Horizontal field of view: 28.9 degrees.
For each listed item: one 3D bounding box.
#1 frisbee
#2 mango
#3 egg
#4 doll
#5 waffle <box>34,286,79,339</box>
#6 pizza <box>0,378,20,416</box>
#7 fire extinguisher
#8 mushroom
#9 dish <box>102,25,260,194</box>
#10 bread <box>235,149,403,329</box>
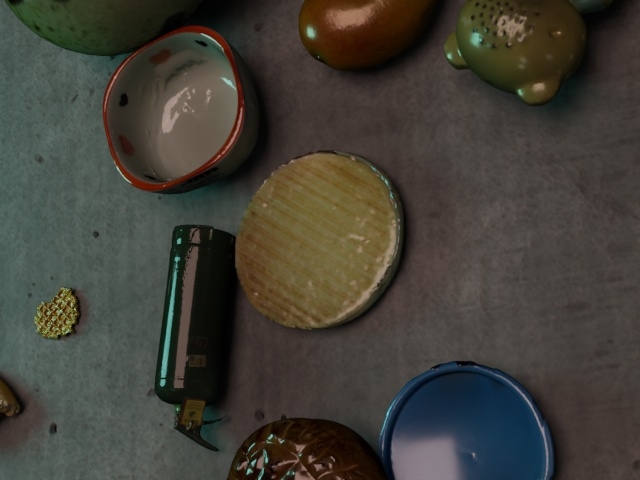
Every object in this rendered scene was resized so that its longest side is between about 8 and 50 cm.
[{"bbox_3d":[0.186,0.275,1.586,0.242,0.045,0.242,-5,81,31],"label":"frisbee"},{"bbox_3d":[0.074,-0.325,1.759,0.221,0.120,0.151,-21,67,13],"label":"mango"},{"bbox_3d":[-0.304,-0.465,1.847,0.428,0.345,0.345,-33,62,43],"label":"egg"},{"bbox_3d":[0.291,-0.309,1.621,0.177,0.161,0.260,34,91,28],"label":"doll"},{"bbox_3d":[-0.414,0.117,1.953,0.085,0.016,0.078,-24,67,21],"label":"waffle"},{"bbox_3d":[-0.591,0.255,1.985,0.271,0.056,0.134,-6,72,24],"label":"pizza"},{"bbox_3d":[-0.176,0.140,1.783,0.114,0.095,0.311,10,77,-13],"label":"fire extinguisher"},{"bbox_3d":[-0.024,0.348,1.616,0.253,0.153,0.253,-7,79,37],"label":"mushroom"},{"bbox_3d":[-0.193,-0.183,1.858,0.256,0.117,0.256,-6,77,26],"label":"dish"},{"bbox_3d":[0.000,0.000,1.757,0.267,0.040,0.267,-7,74,25],"label":"bread"}]
